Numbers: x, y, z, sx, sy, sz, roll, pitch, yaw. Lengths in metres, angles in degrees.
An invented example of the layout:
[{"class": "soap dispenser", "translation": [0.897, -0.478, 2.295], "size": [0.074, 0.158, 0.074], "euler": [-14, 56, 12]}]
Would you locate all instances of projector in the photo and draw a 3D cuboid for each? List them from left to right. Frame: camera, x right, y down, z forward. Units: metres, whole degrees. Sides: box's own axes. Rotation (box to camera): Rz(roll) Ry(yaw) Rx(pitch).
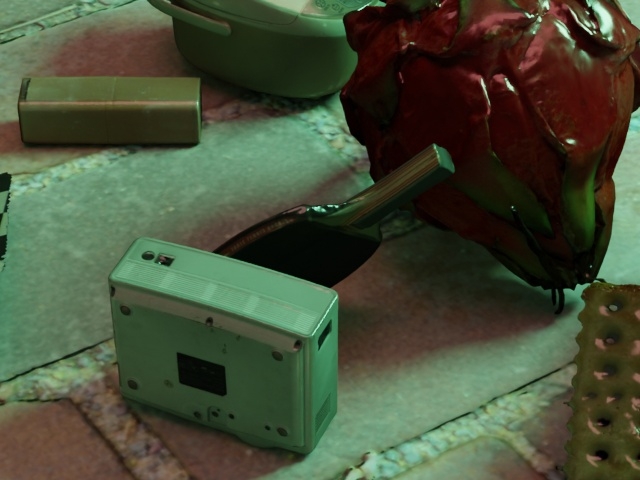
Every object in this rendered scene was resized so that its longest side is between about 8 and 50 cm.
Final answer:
[{"class": "projector", "translation": [-0.065, 0.073, 1.223], "size": [0.147, 0.115, 0.061], "euler": [16, 44, 18]}]

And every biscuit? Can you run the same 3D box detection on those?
[{"class": "biscuit", "translation": [0.217, 0.123, 1.156], "size": [0.144, 0.016, 0.203], "euler": [2, 75, 26]}]

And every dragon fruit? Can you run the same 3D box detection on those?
[{"class": "dragon fruit", "translation": [0.144, -0.088, 1.322], "size": [0.233, 0.234, 0.293], "euler": [-34, 86, -34]}]

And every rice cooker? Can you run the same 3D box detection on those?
[{"class": "rice cooker", "translation": [-0.042, -0.198, 1.544], "size": [0.206, 0.127, 0.145], "euler": [15, 41, 23]}]

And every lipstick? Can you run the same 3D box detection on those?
[{"class": "lipstick", "translation": [-0.170, -0.105, 1.494], "size": [0.145, 0.045, 0.045], "euler": [0, 38, -1]}]

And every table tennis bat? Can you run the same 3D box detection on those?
[{"class": "table tennis bat", "translation": [0.000, 0.000, 1.259], "size": [0.220, 0.130, 0.019], "euler": [-33, 64, 24]}]

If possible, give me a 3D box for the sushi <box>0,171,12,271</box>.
[{"class": "sushi", "translation": [-0.320, 0.032, 1.322], "size": [0.215, 0.051, 0.192], "euler": [-14, 24, -2]}]
